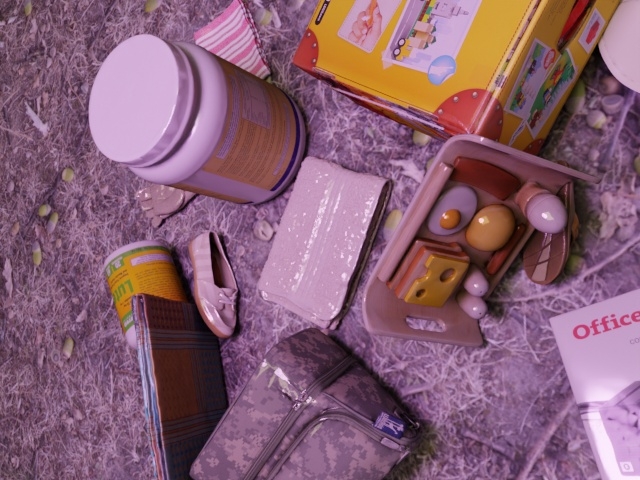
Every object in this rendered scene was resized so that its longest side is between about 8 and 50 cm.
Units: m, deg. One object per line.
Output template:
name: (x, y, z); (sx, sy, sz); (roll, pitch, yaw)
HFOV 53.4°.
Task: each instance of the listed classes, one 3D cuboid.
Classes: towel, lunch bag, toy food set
towel: (0.000, 0.000, 1.132); (0.187, 0.049, 0.282); (22, 95, 32)
towel: (-0.232, 0.287, 1.113); (0.040, 0.271, 0.370); (-15, 74, 13)
lunch bag: (-0.018, 0.326, 1.016); (0.256, 0.212, 0.305); (38, 105, 13)
toy food set: (0.212, 0.016, 0.854); (0.306, 0.219, 0.092); (-63, 33, 25)
towel: (-0.187, -0.385, 1.314); (0.144, 0.029, 0.197); (-30, 69, 27)

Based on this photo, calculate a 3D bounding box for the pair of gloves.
pair of gloves: (-0.333, -0.171, 1.371); (0.204, 0.042, 0.240); (-33, 69, 21)

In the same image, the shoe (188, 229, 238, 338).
shoe: (-0.203, 0.081, 1.233); (0.058, 0.076, 0.219); (-31, 66, 29)

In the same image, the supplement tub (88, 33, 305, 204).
supplement tub: (-0.205, -0.202, 1.121); (0.241, 0.331, 0.241); (-5, 81, 32)

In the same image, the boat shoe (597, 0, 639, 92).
boat shoe: (0.477, -0.217, 0.827); (0.109, 0.091, 0.305); (-54, 40, 31)

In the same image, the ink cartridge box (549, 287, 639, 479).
ink cartridge box: (0.433, 0.208, 0.742); (0.223, 0.129, 0.308); (-25, 58, 27)

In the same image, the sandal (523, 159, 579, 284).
sandal: (0.341, -0.024, 0.917); (0.072, 0.049, 0.180); (6, 86, 60)

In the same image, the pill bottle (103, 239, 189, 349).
pill bottle: (-0.333, 0.135, 1.272); (0.136, 0.136, 0.246); (-36, 66, 24)

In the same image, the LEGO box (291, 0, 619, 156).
LEGO box: (0.232, -0.405, 0.931); (0.372, 0.193, 0.500); (34, 102, 38)
